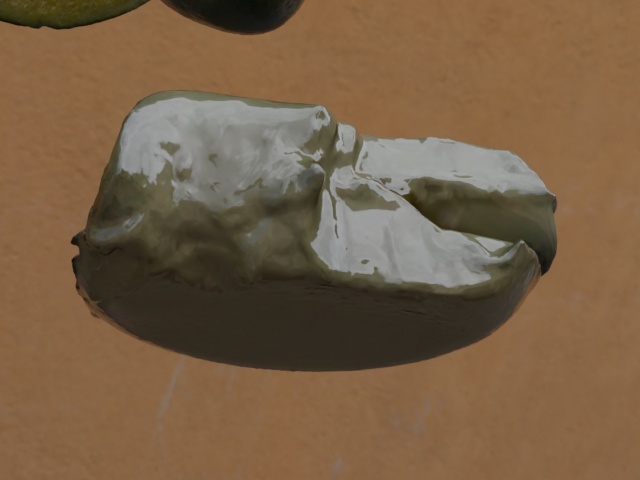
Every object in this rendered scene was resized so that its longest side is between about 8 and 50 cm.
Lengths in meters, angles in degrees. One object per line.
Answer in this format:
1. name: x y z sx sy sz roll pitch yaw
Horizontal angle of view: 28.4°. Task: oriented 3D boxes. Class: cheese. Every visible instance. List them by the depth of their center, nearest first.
1. cheese: 0.000 0.000 0.557 0.202 0.091 0.175 3 -21 -1

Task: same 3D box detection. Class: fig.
1. fig: -0.081 -0.199 0.833 0.177 0.117 0.117 13 7 34

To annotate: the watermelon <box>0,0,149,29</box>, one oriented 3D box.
1. watermelon: -0.169 -0.179 0.677 0.181 0.092 0.075 27 31 -45
